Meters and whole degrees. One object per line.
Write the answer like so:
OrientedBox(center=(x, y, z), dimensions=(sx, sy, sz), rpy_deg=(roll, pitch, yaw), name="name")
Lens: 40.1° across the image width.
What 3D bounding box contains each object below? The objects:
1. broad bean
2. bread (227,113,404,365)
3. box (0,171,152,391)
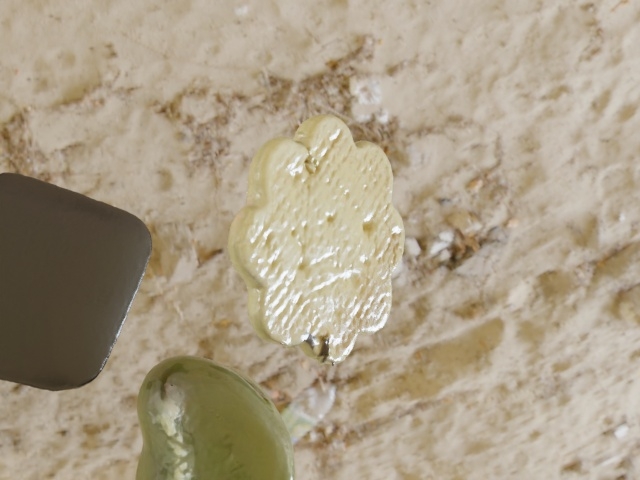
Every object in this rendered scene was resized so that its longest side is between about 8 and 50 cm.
OrientedBox(center=(-0.116, 0.255, 0.956), dimensions=(0.189, 0.263, 0.121), rpy_deg=(-10, 167, 17), name="broad bean")
OrientedBox(center=(0.000, 0.000, 1.093), dimensions=(0.054, 0.316, 0.316), rpy_deg=(2, 158, 43), name="bread")
OrientedBox(center=(-0.292, 0.043, 0.903), dimensions=(0.201, 0.213, 0.042), rpy_deg=(22, 156, -15), name="box")
